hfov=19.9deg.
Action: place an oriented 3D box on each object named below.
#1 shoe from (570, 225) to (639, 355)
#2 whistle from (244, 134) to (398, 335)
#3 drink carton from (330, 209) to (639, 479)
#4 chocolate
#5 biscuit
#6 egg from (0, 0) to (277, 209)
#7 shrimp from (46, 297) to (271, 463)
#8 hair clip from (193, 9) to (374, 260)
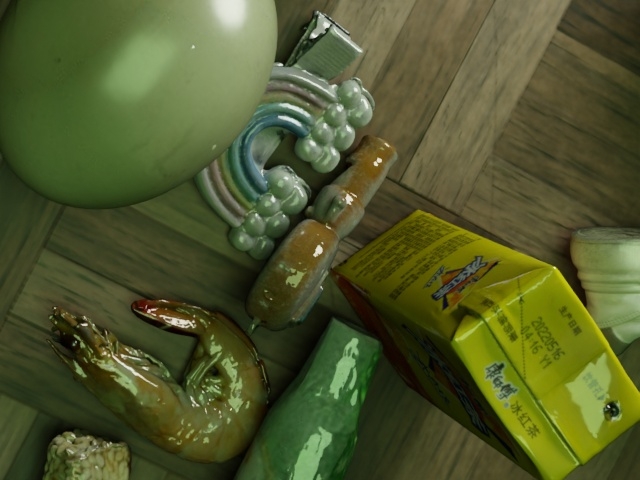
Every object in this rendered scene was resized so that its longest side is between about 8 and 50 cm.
[{"bbox_3d":[0.383,0.072,1.742,0.316,0.124,0.159,7,96,-10],"label":"shoe"},{"bbox_3d":[0.000,0.000,1.645,0.057,0.107,0.220,33,73,5],"label":"whistle"},{"bbox_3d":[0.131,0.079,1.553,0.111,0.351,0.154,-37,105,-6],"label":"drink carton"},{"bbox_3d":[-0.026,0.210,1.657,0.110,0.110,0.291,23,92,-16],"label":"chocolate"},{"bbox_3d":[-0.216,0.254,1.635,0.070,0.082,0.168,10,96,30],"label":"biscuit"},{"bbox_3d":[-0.157,-0.150,1.516,0.269,0.219,0.219,-41,105,-6],"label":"egg"},{"bbox_3d":[-0.141,0.110,1.643,0.236,0.053,0.133,36,93,-21],"label":"shrimp"},{"bbox_3d":[-0.041,-0.102,1.644,0.140,0.054,0.220,36,92,-28],"label":"hair clip"}]
